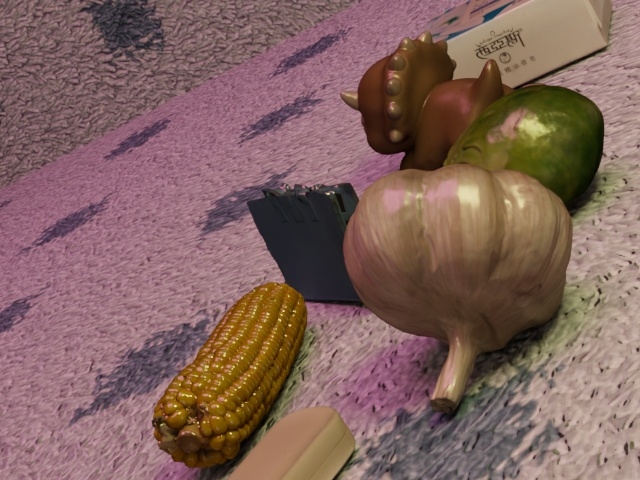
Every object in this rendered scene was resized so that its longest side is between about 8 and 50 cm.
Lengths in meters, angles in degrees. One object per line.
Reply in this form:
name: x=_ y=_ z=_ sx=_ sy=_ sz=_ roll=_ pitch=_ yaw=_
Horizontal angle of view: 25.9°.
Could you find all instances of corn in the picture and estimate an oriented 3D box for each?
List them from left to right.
corn: x=-0.080 y=0.126 z=1.451 sx=0.102 sy=0.102 sz=0.313 roll=-22 pitch=18 yaw=27

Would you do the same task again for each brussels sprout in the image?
brussels sprout: x=0.219 y=-0.090 z=1.494 sx=0.181 sy=0.144 sz=0.161 roll=-55 pitch=40 yaw=-3

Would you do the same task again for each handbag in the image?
handbag: x=0.000 y=0.000 z=1.598 sx=0.057 sy=0.144 sz=0.221 roll=-35 pitch=16 yaw=-21

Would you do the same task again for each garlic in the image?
garlic: x=0.128 y=0.050 z=1.249 sx=0.218 sy=0.218 sz=0.212 roll=-19 pitch=57 yaw=33

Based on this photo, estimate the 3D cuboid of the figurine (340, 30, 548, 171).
figurine: x=0.151 y=-0.191 z=1.848 sx=0.177 sy=0.173 sz=0.247 roll=-38 pitch=18 yaw=-27

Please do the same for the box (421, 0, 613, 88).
box: x=0.284 y=-0.309 z=2.058 sx=0.274 sy=0.116 sz=0.203 roll=-23 pitch=17 yaw=24

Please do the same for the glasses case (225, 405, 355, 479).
glasses case: x=-0.044 y=0.217 z=1.205 sx=0.083 sy=0.050 sz=0.196 roll=-17 pitch=21 yaw=45
